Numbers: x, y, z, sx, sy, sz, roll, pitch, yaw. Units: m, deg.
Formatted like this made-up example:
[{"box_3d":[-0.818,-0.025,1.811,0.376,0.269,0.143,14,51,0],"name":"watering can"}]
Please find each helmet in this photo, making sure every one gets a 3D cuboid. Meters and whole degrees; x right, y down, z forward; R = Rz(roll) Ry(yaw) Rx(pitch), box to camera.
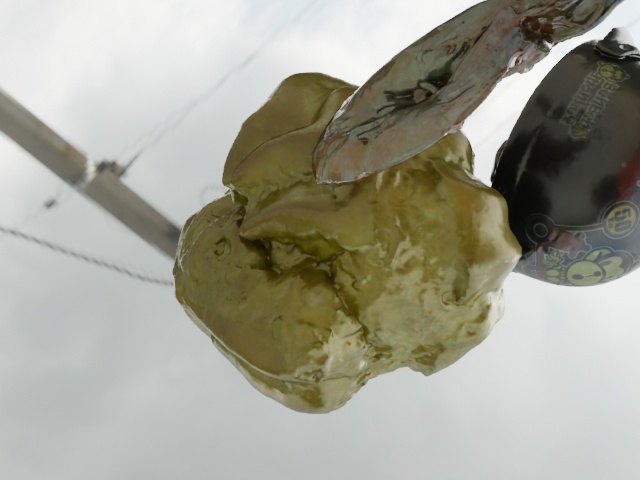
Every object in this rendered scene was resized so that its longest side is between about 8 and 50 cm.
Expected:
[{"box_3d":[0.283,-0.066,1.355,0.160,0.230,0.279,30,-117,28],"name":"helmet"}]

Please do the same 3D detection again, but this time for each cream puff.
[{"box_3d":[0.004,-0.002,1.276,0.270,0.274,0.323,-32,-137,-30],"name":"cream puff"}]

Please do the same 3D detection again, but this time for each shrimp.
[{"box_3d":[0.115,-0.126,1.070,0.317,0.062,0.164,-28,-153,29],"name":"shrimp"}]
